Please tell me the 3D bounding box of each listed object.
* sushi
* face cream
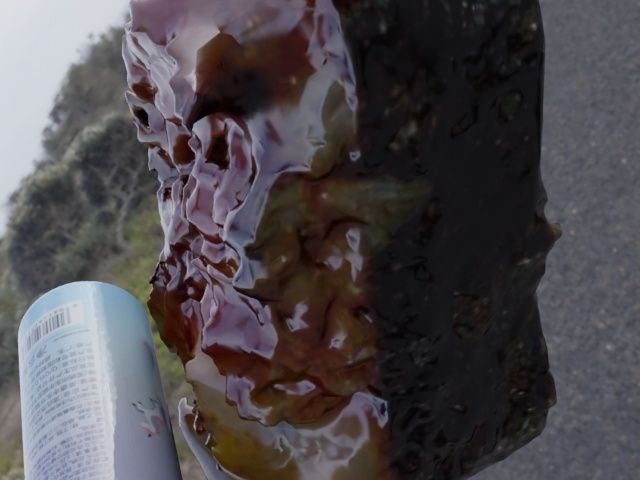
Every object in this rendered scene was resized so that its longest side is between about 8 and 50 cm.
[{"bbox_3d":[0.000,0.000,0.535,0.196,0.182,0.343,39,141,52],"label":"sushi"},{"bbox_3d":[-0.104,0.112,0.514,0.075,0.075,0.229,-53,31,20],"label":"face cream"}]
